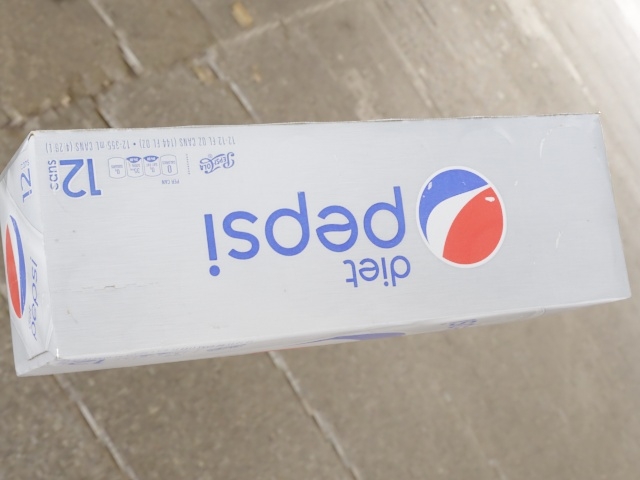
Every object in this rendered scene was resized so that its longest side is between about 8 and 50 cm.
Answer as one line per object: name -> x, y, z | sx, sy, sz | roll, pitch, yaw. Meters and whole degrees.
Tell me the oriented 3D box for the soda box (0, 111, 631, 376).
soda box -> 0.000, 0.000, 0.608 | 0.286, 0.091, 0.098 | -5, 82, -24
